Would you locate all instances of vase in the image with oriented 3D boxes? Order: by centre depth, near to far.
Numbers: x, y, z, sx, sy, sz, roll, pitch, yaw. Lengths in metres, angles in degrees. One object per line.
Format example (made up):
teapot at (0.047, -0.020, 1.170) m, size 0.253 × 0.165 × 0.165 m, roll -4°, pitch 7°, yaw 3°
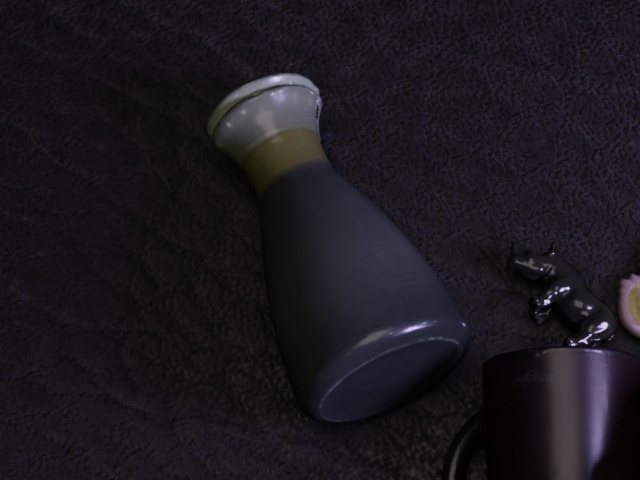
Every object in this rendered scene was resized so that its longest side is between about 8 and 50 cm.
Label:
vase at (0.000, 0.000, 1.659) m, size 0.173 × 0.173 × 0.321 m, roll -26°, pitch 65°, yaw -2°

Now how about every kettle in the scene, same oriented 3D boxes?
kettle at (0.198, 0.224, 1.568) m, size 0.202 × 0.144 × 0.232 m, roll -7°, pitch 72°, yaw 25°

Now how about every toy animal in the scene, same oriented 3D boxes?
toy animal at (0.228, 0.052, 1.669) m, size 0.065 × 0.047 × 0.135 m, roll -36°, pitch 69°, yaw -11°

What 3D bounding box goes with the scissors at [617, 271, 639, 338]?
scissors at (0.343, 0.122, 1.639) m, size 0.160 × 0.024 × 0.317 m, roll 14°, pitch 73°, yaw 12°
